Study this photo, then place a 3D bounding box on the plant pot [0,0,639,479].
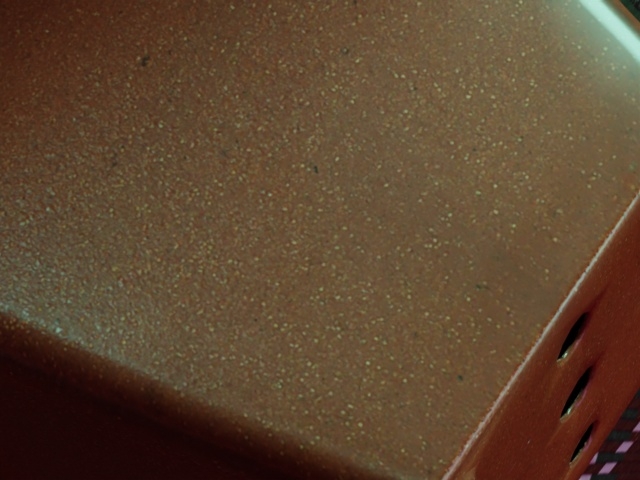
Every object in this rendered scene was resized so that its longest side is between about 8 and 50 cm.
[{"bbox_3d":[0.000,0.000,0.727,0.267,0.235,0.267,-54,158,-15],"label":"plant pot"}]
